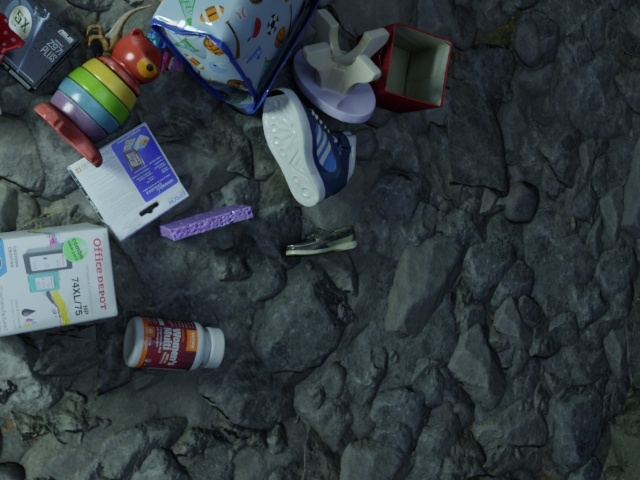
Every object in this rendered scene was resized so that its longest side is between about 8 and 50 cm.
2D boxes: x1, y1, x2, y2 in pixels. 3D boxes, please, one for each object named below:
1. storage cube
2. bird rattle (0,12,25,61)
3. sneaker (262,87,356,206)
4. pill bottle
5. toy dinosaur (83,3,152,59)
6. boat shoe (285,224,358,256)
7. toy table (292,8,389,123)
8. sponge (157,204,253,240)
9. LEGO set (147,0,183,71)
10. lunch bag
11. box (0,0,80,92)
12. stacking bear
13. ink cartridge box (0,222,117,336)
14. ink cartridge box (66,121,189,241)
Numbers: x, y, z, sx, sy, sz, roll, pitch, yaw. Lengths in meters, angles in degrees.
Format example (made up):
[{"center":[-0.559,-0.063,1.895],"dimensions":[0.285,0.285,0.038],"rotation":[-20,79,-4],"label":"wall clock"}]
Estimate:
[{"center":[0.209,-0.458,2.036],"dimensions":[0.215,0.193,0.184],"rotation":[9,89,-28],"label":"storage cube"},{"center":[-0.728,-0.377,1.510],"dimensions":[0.253,0.207,0.143],"rotation":[-61,167,28],"label":"bird rattle"},{"center":[-0.012,-0.269,1.949],"dimensions":[0.236,0.130,0.323],"rotation":[-42,122,-45],"label":"sneaker"},{"center":[-0.350,0.250,1.813],"dimensions":[0.221,0.121,0.121],"rotation":[9,89,-29],"label":"pill bottle"},{"center":[-0.477,-0.461,1.732],"dimensions":[0.112,0.064,0.212],"rotation":[12,107,-36],"label":"toy dinosaur"},{"center":[0.001,0.000,2.021],"dimensions":[0.223,0.080,0.073],"rotation":[-8,92,-34],"label":"boat shoe"},{"center":[0.045,-0.437,1.881],"dimensions":[0.274,0.161,0.252],"rotation":[43,53,19],"label":"toy table"},{"center":[-0.280,-0.046,1.835],"dimensions":[0.210,0.117,0.031],"rotation":[-18,104,-27],"label":"sponge"},{"center":[-0.339,-0.502,1.787],"dimensions":[0.093,0.087,0.227],"rotation":[14,97,-55],"label":"LEGO set"},{"center":[-0.166,-0.505,1.759],"dimensions":[0.328,0.239,0.385],"rotation":[-63,161,-10],"label":"lunch bag"},{"center":[-0.640,-0.436,1.631],"dimensions":[0.180,0.077,0.147],"rotation":[45,72,-24],"label":"box"},{"center":[-0.467,-0.333,1.665],"dimensions":[0.289,0.164,0.175],"rotation":[-48,132,-9],"label":"stacking bear"},{"center":[-0.599,0.077,1.619],"dimensions":[0.270,0.197,0.198],"rotation":[-9,98,-29],"label":"ink cartridge box"},{"center":[-0.447,-0.137,1.776],"dimensions":[0.206,0.045,0.208],"rotation":[-36,109,-22],"label":"ink cartridge box"}]
